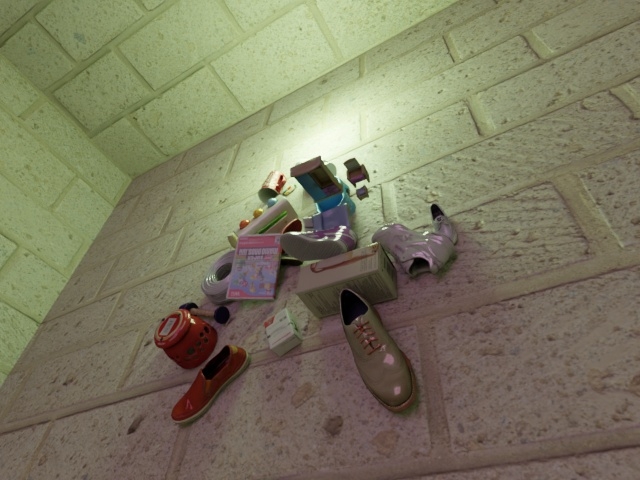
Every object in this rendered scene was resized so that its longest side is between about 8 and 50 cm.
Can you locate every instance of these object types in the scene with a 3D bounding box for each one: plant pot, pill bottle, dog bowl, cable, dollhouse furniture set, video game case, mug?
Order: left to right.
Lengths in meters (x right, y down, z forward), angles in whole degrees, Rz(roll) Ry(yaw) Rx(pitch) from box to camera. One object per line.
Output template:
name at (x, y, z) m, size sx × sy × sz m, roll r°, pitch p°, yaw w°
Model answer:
plant pot at (-0.523, 0.373, 1.663) m, size 0.191 × 0.174 × 0.191 m, roll -21°, pitch 39°, yaw 19°
cable at (-0.398, 0.154, 1.868) m, size 0.257 × 0.089 × 0.257 m, roll 3°, pitch 52°, yaw 43°
video game case at (-0.262, 0.105, 1.745) m, size 0.204 × 0.025 × 0.284 m, roll -2°, pitch 63°, yaw 15°
mug at (-0.225, -0.275, 2.198) m, size 0.151 × 0.113 × 0.169 m, roll -5°, pitch 40°, yaw 17°
pill bottle at (-0.022, -0.331, 2.063) m, size 0.209 × 0.117 × 0.117 m, roll 13°, pitch 59°, yaw 48°
dollhouse furniture set at (0.037, -0.149, 1.634) m, size 0.287 × 0.198 × 0.303 m, roll -20°, pitch 53°, yaw 22°
dog bowl at (0.049, -0.177, 1.867) m, size 0.166 × 0.074 × 0.297 m, roll -29°, pitch 36°, yaw 13°

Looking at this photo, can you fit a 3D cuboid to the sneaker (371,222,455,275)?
sneaker at (0.273, 0.031, 1.400) m, size 0.305 × 0.114 × 0.152 m, roll 11°, pitch 55°, yaw 47°

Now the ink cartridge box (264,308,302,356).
ink cartridge box at (-0.130, 0.316, 1.482) m, size 0.099 × 0.056 × 0.135 m, roll -34°, pitch 35°, yaw 5°

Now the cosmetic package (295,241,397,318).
cosmetic package at (0.087, 0.135, 1.417) m, size 0.296 × 0.153 × 0.129 m, roll -18°, pitch 38°, yaw 23°

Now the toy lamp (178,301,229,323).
toy lamp at (-0.497, 0.300, 1.801) m, size 0.275 × 0.080 × 0.080 m, roll -5°, pitch 47°, yaw 39°

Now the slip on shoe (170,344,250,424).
slip on shoe at (-0.393, 0.486, 1.482) m, size 0.331 × 0.101 × 0.123 m, roll -44°, pitch 37°, yaw -7°

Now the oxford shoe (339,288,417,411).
oxford shoe at (0.133, 0.291, 1.202) m, size 0.141 × 0.146 × 0.397 m, roll -35°, pitch 36°, yaw 2°

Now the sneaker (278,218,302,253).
sneaker at (-0.182, -0.012, 1.874) m, size 0.128 × 0.087 × 0.221 m, roll 14°, pitch 58°, yaw 46°

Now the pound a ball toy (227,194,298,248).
pound a ball toy at (-0.289, -0.082, 1.980) m, size 0.319 × 0.135 × 0.208 m, roll -38°, pitch 27°, yaw -9°

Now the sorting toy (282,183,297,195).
sorting toy at (-0.154, -0.264, 2.193) m, size 0.083 × 0.012 × 0.062 m, roll -41°, pitch 35°, yaw -3°

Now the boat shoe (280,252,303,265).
boat shoe at (-0.124, 0.070, 1.754) m, size 0.152 × 0.056 × 0.049 m, roll 1°, pitch 55°, yaw 42°

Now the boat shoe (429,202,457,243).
boat shoe at (0.403, -0.058, 1.433) m, size 0.066 × 0.063 × 0.184 m, roll -22°, pitch 38°, yaw 21°

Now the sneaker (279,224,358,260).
sneaker at (0.000, 0.001, 1.555) m, size 0.282 × 0.102 × 0.161 m, roll 8°, pitch 30°, yaw 29°

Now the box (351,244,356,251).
box at (0.066, 0.066, 1.610) m, size 0.114 × 0.036 × 0.206 m, roll -12°, pitch 43°, yaw 31°
